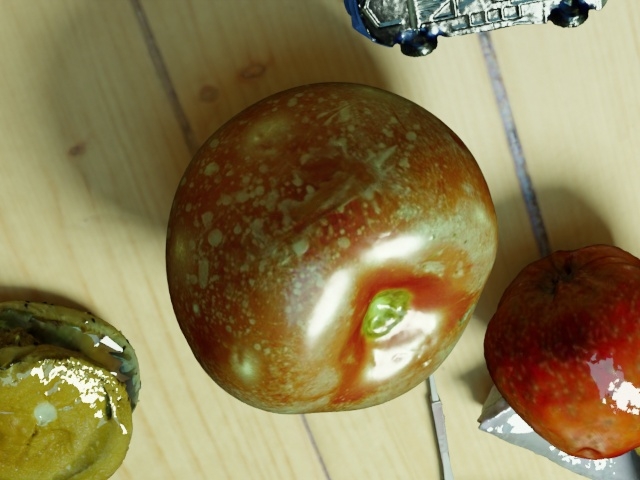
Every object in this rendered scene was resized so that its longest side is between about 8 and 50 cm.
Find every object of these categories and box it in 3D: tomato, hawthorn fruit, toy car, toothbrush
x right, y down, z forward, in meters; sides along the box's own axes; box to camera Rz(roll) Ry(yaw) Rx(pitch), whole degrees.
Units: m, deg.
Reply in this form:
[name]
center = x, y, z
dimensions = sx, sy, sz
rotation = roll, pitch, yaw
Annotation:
[tomato]
center = 0.000, 0.000, 1.545
dimensions = 0.270, 0.222, 0.270
rotation = -26, 144, -21
[hawthorn fruit]
center = 0.241, 0.108, 1.685
dimensions = 0.179, 0.179, 0.200
rotation = -30, 110, 9
[toy car]
center = 0.124, -0.210, 1.522
dimensions = 0.216, 0.063, 0.103
rotation = -10, 126, 2
[toothbrush]
center = 0.106, 0.162, 1.807
dimensions = 0.017, 0.014, 0.194
rotation = -16, 126, -1

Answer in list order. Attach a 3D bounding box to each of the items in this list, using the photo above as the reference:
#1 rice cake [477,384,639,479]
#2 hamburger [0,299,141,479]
[rice cake]
center = 0.313, 0.206, 1.853
dimensions = 0.399, 0.064, 0.070
rotation = 24, 105, -26
[hamburger]
center = -0.247, 0.132, 1.658
dimensions = 0.185, 0.113, 0.177
rotation = -8, 132, 3
